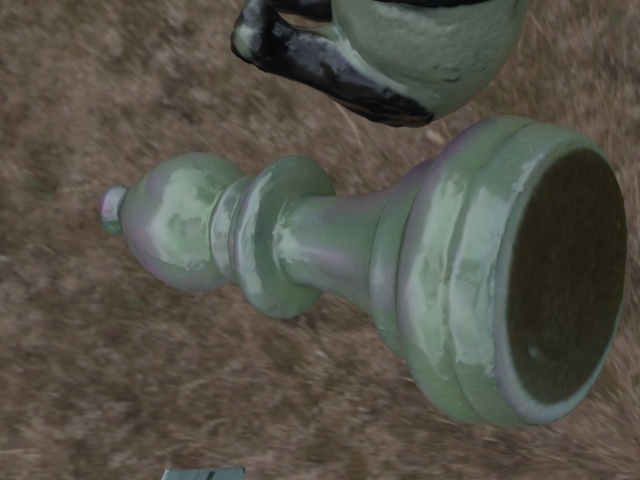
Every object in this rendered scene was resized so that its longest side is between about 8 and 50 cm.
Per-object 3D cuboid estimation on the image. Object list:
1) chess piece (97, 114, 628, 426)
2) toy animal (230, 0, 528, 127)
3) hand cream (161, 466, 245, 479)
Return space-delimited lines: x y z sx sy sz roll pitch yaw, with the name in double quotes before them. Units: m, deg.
"chess piece" 0.000 0.000 0.866 0.271 0.139 0.139 9 84 36
"toy animal" 0.034 -0.119 0.766 0.121 0.225 0.094 18 64 0
"hand cream" -0.132 0.277 1.034 0.058 0.085 0.331 33 100 31
